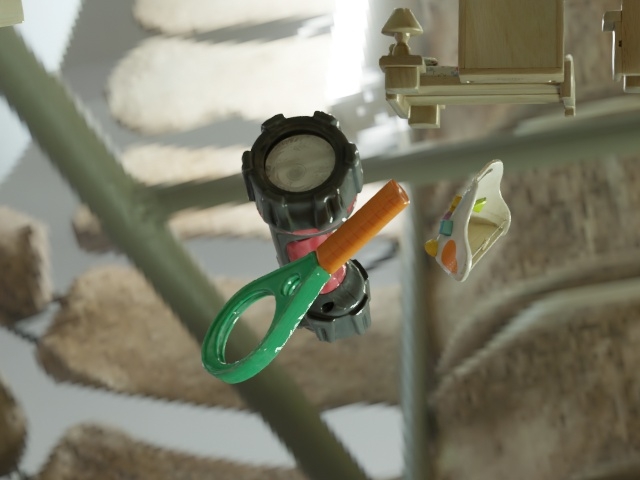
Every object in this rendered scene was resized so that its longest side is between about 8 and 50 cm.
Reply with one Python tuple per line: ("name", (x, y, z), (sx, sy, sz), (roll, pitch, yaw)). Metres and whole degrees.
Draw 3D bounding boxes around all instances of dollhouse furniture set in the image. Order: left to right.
("dollhouse furniture set", (0.224, -0.229, 2.057), (0.303, 0.173, 0.355), (0, 175, 8))

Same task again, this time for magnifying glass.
("magnifying glass", (-0.015, 0.034, 1.634), (0.231, 0.026, 0.092), (-41, -148, 16))

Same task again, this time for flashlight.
("flashlight", (0.000, 0.000, 1.754), (0.103, 0.304, 0.103), (-8, -120, 5))

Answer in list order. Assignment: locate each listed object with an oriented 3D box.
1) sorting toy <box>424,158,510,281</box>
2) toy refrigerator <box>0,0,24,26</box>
("sorting toy", (0.118, -0.023, 1.491), (0.045, 0.075, 0.083), (28, -143, 14))
("toy refrigerator", (-0.361, -0.268, 1.915), (0.094, 0.102, 0.269), (-11, -167, -17))
